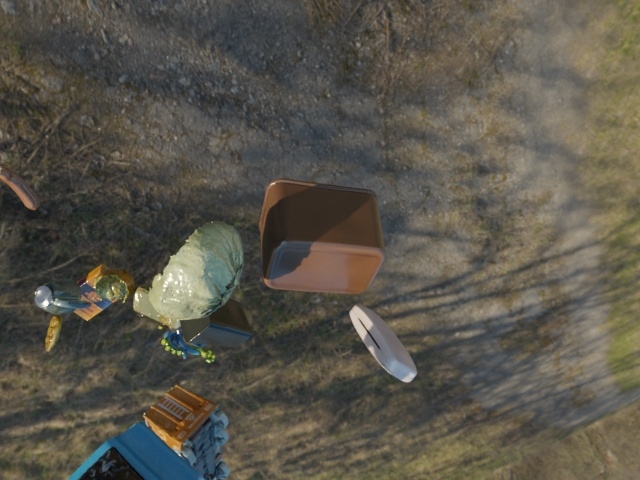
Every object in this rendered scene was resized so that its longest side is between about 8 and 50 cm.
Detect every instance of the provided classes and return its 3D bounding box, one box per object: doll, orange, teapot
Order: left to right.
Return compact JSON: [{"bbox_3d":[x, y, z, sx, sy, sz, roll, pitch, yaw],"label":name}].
[{"bbox_3d":[-0.790,0.182,1.400,0.111,0.149,0.108,-49,163,8],"label":"teapot"},{"bbox_3d":[-0.813,0.183,1.839,0.156,0.156,0.134,-19,118,-11],"label":"orange"},{"bbox_3d":[-0.579,0.353,2.049,0.341,0.346,0.099,33,123,-16],"label":"doll"}]

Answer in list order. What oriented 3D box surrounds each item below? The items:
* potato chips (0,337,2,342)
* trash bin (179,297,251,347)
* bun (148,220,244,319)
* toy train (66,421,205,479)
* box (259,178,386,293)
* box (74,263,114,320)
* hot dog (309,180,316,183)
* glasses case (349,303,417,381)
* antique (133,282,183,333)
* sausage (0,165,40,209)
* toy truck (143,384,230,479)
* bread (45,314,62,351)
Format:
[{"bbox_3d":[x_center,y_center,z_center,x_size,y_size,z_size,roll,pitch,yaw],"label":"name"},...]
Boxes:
[{"bbox_3d":[-1.120,0.266,1.506,0.029,0.202,0.220,-10,111,13],"label":"potato chips"},{"bbox_3d":[-0.347,0.260,1.542,0.115,0.165,0.225,-38,146,14],"label":"trash bin"},{"bbox_3d":[-0.271,0.087,1.080,0.152,0.259,0.259,39,116,-4],"label":"bun"},{"bbox_3d":[-0.313,0.449,0.670,0.300,0.188,0.265,-46,156,-33],"label":"toy train"},{"bbox_3d":[0.000,0.000,1.349,0.339,0.229,0.239,6,140,-14],"label":"box"},{"bbox_3d":[-0.955,0.222,1.967,0.237,0.070,0.152,-35,123,9],"label":"box"},{"bbox_3d":[-0.032,-0.191,1.886,0.047,0.216,0.066,-33,110,18],"label":"hot dog"},{"bbox_3d":[0.172,0.282,1.311,0.113,0.297,0.075,35,99,-31],"label":"glasses case"},{"bbox_3d":[-0.596,0.265,1.829,0.150,0.284,0.125,-12,116,-51],"label":"antique"},{"bbox_3d":[-0.840,-0.146,1.292,0.040,0.047,0.177,6,148,4],"label":"sausage"},{"bbox_3d":[-0.400,0.625,1.378,0.173,0.206,0.388,-41,145,-49],"label":"toy truck"},{"bbox_3d":[-0.795,0.275,1.382,0.024,0.110,0.110,17,125,-34],"label":"bread"}]
